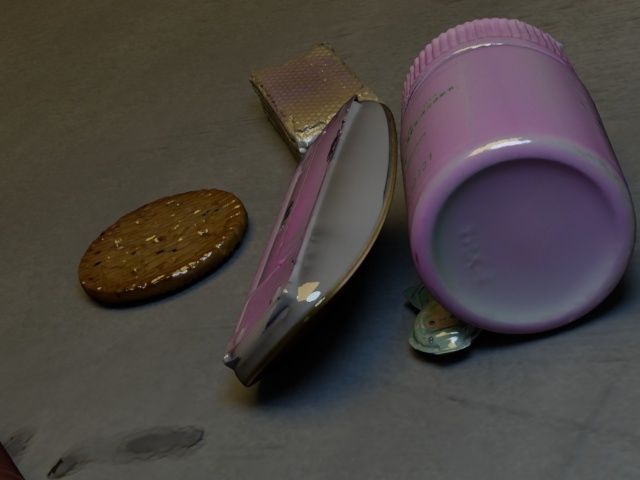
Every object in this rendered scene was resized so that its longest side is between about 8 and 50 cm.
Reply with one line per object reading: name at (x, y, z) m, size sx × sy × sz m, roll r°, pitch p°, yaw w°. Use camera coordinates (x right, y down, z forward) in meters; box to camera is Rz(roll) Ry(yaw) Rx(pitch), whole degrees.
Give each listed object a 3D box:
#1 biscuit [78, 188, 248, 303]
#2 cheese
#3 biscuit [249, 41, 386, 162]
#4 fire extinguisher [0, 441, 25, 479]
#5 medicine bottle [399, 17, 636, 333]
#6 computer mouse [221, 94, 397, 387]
biscuit at (-0.162, 0.007, 1.574) m, size 0.188 × 0.027 × 0.188 m, roll -18°, pitch 29°, yaw 10°
cheese at (0.102, 0.063, 1.274) m, size 0.067 × 0.026 × 0.120 m, roll -19°, pitch 27°, yaw 5°
biscuit at (-0.001, -0.151, 1.703) m, size 0.108 × 0.061 × 0.239 m, roll -23°, pitch 28°, yaw -5°
fire extinguisher at (-0.270, 0.205, 1.232) m, size 0.147 × 0.106 × 0.337 m, roll -7°, pitch 21°, yaw -26°
medicine bottle at (0.157, -0.064, 1.299) m, size 0.178 × 0.178 × 0.290 m, roll -18°, pitch 26°, yaw 9°
computer mouse at (0.000, 0.000, 1.339) m, size 0.158 × 0.072 × 0.310 m, roll -49°, pitch 16°, yaw 40°
